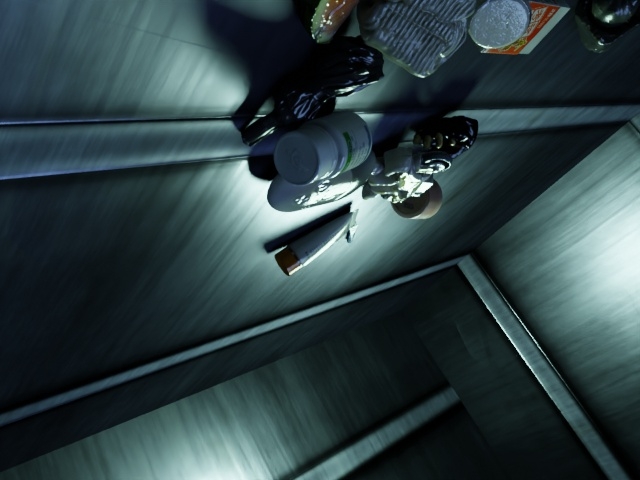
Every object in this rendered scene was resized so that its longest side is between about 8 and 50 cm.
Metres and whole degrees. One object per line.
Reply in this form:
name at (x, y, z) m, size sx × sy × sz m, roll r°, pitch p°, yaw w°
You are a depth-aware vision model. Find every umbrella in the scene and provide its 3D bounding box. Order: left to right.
umbrella at (-0.025, -0.293, 1.240) m, size 0.340 × 0.118 × 0.118 m, roll -30°, pitch 164°, yaw 23°

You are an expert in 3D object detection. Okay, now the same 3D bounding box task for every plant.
plant at (0.774, -0.599, 1.645) m, size 0.164 × 0.141 × 0.256 m, roll -33°, pitch 166°, yaw 7°

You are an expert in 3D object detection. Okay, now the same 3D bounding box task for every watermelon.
watermelon at (0.031, -0.418, 1.013) m, size 0.119 × 0.063 × 0.245 m, roll -10°, pitch 154°, yaw -35°

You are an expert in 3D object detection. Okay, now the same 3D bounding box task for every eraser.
eraser at (0.505, -0.536, 1.536) m, size 0.230 × 0.038 × 0.157 m, roll -14°, pitch 154°, yaw -42°

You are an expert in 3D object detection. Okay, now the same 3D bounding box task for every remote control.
remote control at (0.007, -0.160, 1.599) m, size 0.332 × 0.103 × 0.221 m, roll -18°, pitch 161°, yaw -39°

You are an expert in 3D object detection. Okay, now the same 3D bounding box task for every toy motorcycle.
toy motorcycle at (0.221, -0.189, 1.803) m, size 0.223 × 0.107 × 0.341 m, roll 5°, pitch 162°, yaw -17°

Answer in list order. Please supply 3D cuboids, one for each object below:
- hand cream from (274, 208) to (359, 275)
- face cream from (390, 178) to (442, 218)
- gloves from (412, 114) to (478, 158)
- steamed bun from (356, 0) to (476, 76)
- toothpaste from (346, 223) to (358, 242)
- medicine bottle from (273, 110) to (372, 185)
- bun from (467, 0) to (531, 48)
hand cream at (0.000, 0.000, 2.033) m, size 0.314 × 0.089 × 0.139 m, roll -30°, pitch 163°, yaw -18°
face cream at (0.320, -0.146, 2.063) m, size 0.149 × 0.149 × 0.104 m, roll -42°, pitch 158°, yaw 29°
gloves at (0.348, -0.295, 1.784) m, size 0.204 × 0.124 × 0.164 m, roll 4°, pitch 134°, yaw -32°
steamed bun at (0.172, -0.432, 1.111) m, size 0.218 × 0.144 × 0.211 m, roll 18°, pitch 128°, yaw -26°
toothpaste at (0.113, -0.022, 2.259) m, size 0.037 × 0.021 × 0.140 m, roll -25°, pitch 159°, yaw -17°
medicine bottle at (0.008, -0.202, 1.356) m, size 0.139 × 0.139 × 0.237 m, roll -45°, pitch 174°, yaw 34°
bun at (0.389, -0.501, 1.360) m, size 0.138 × 0.094 × 0.138 m, roll 0°, pitch 138°, yaw 0°
